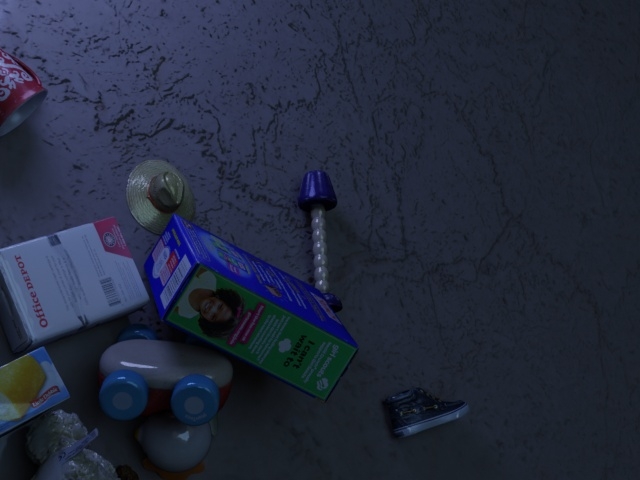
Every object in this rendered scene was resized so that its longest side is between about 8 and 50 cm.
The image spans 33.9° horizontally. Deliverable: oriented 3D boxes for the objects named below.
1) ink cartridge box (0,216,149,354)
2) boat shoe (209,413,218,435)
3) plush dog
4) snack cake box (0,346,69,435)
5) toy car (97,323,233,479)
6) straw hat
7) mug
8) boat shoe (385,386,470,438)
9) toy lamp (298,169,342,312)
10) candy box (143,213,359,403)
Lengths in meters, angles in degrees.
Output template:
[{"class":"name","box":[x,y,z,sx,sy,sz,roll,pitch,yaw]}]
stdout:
[{"class":"ink cartridge box","box":[-0.409,0.071,1.684,0.218,0.092,0.158,-19,83,-40]},{"class":"boat shoe","box":[-0.206,0.267,1.778,0.043,0.049,0.137,-16,81,5]},{"class":"plush dog","box":[-0.342,0.408,1.556,0.225,0.210,0.262,52,48,-41]},{"class":"snack cake box","box":[-0.511,0.261,1.501,0.264,0.152,0.089,-27,88,-39]},{"class":"toy car","box":[-0.251,0.285,1.674,0.210,0.219,0.238,5,107,-5]},{"class":"straw hat","box":[-0.271,-0.087,1.862,0.144,0.061,0.144,14,64,-30]},{"class":"mug","box":[-0.549,-0.269,1.737,0.113,0.150,0.169,-44,95,-1]},{"class":"boat shoe","box":[0.209,0.317,2.025,0.183,0.065,0.083,-12,80,-36]},{"class":"toy lamp","box":[0.000,0.000,2.002,0.080,0.080,0.275,7,67,-32]},{"class":"candy box","box":[-0.121,0.108,1.758,0.317,0.268,0.122,28,98,-22]}]
